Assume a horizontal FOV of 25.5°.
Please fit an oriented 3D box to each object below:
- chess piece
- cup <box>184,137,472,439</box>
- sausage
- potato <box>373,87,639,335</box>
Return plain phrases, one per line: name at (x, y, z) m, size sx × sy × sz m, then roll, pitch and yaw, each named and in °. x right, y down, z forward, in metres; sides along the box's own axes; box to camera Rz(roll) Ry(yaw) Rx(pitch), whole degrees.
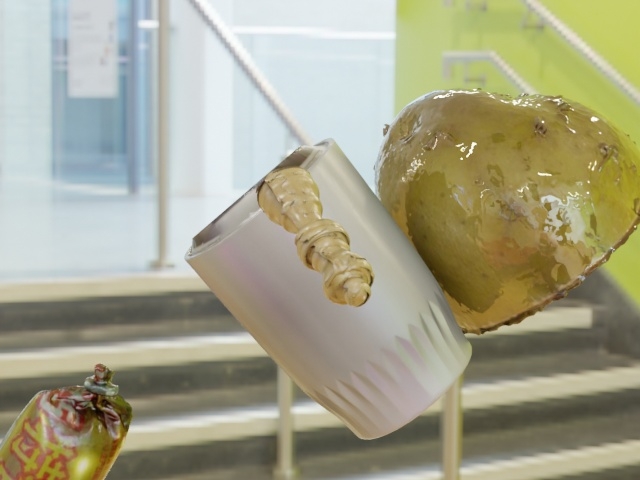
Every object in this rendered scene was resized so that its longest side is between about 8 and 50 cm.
chess piece at (0.000, 0.001, 1.274) m, size 0.060 × 0.060 × 0.172 m, roll -2°, pitch 36°, yaw -28°
cup at (0.014, 0.065, 1.896) m, size 0.253 × 0.371 × 0.253 m, roll -37°, pitch 11°, yaw 8°
sausage at (-0.291, 0.256, 1.495) m, size 0.125 × 0.317 × 0.117 m, roll 30°, pitch 20°, yaw -13°
potato at (0.253, -0.089, 2.058) m, size 0.385 × 0.319 × 0.442 m, roll -40°, pitch 10°, yaw -11°
